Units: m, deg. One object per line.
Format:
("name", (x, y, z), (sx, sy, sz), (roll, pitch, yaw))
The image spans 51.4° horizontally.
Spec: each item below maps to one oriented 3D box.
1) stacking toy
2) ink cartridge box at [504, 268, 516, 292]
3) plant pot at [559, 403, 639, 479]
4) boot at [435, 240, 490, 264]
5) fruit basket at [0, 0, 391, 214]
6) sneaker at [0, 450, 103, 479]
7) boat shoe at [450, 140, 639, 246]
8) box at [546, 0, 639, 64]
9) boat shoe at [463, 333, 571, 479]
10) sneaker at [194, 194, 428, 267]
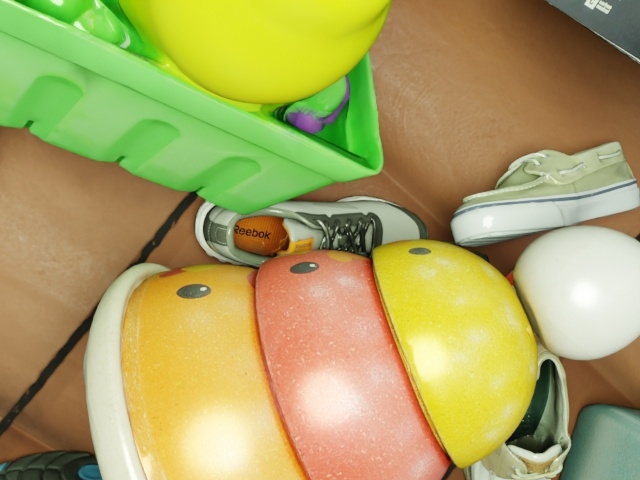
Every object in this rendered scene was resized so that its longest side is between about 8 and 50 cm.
("stacking toy", (0.071, 0.110, 0.618), (0.480, 0.350, 0.350), (-23, 105, 6))
("ink cartridge box", (0.287, 0.051, 0.864), (0.115, 0.029, 0.063), (-38, 107, -4))
("plant pot", (0.441, 0.334, 0.838), (0.248, 0.252, 0.247), (11, 97, -14))
("boot", (0.147, 0.079, 0.751), (0.198, 0.077, 0.137), (7, 67, -42))
("fruit basket", (-0.077, -0.198, 0.513), (0.392, 0.392, 0.283), (4, 57, -13))
("sneaker", (-0.225, 0.341, 0.757), (0.341, 0.125, 0.139), (16, 105, -12))
("boat shoe", (0.261, -0.058, 0.782), (0.302, 0.109, 0.094), (-11, 85, -36))
("box", (0.419, -0.310, 0.629), (0.343, 0.179, 0.312), (3, 129, -41))
("boat shoe", (0.255, 0.262, 0.858), (0.113, 0.103, 0.302), (-7, 103, -12))
("sneaker", (0.000, 0.000, 0.748), (0.271, 0.108, 0.100), (2, 100, -19))
